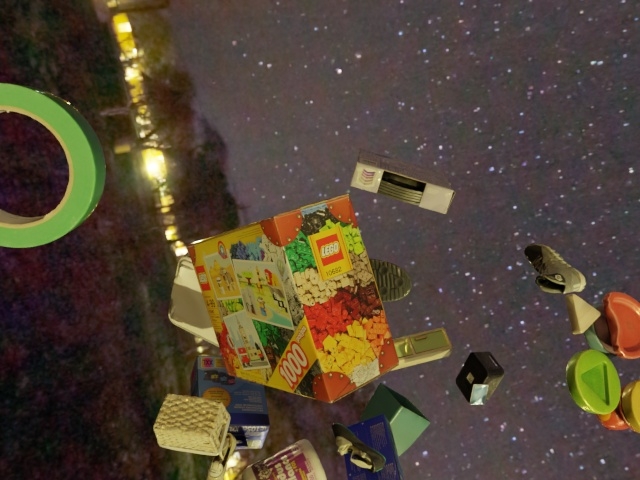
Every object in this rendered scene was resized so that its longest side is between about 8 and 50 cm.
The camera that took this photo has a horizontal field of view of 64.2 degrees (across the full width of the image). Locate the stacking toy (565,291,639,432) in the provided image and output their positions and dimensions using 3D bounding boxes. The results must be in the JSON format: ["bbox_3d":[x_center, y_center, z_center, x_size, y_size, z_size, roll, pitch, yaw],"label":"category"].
[{"bbox_3d":[0.623,0.273,1.157,0.130,0.280,0.308,143,-43,-59],"label":"stacking toy"}]

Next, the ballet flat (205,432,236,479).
[{"bbox_3d":[-0.302,0.654,1.517,0.168,0.057,0.052,-70,161,-44],"label":"ballet flat"}]

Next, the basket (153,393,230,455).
[{"bbox_3d":[-0.329,0.469,1.309,0.113,0.167,0.103,-77,171,-45],"label":"basket"}]

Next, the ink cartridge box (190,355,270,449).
[{"bbox_3d":[-0.350,0.639,1.948,0.395,0.270,0.151,-110,-147,-52],"label":"ink cartridge box"}]

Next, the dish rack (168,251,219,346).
[{"bbox_3d":[-0.372,0.211,1.709,0.333,0.072,0.285,21,-74,22],"label":"dish rack"}]

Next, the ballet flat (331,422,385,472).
[{"bbox_3d":[0.100,0.631,1.544,0.203,0.074,0.074,27,-42,30],"label":"ballet flat"}]

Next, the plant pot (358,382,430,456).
[{"bbox_3d":[0.244,0.690,1.882,0.165,0.234,0.166,36,0,-27],"label":"plant pot"}]

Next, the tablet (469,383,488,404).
[{"bbox_3d":[0.557,0.542,1.792,0.006,0.054,0.083,-99,-167,-72],"label":"tablet"}]

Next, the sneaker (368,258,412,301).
[{"bbox_3d":[0.097,0.108,1.341,0.131,0.319,0.112,24,71,-61],"label":"sneaker"}]

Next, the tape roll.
[{"bbox_3d":[-0.607,-0.148,1.024,0.077,0.321,0.321,-115,-166,-76],"label":"tape roll"}]

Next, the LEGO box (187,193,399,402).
[{"bbox_3d":[-0.092,0.133,1.187,0.500,0.193,0.372,-13,-85,57],"label":"LEGO box"}]

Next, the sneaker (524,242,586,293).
[{"bbox_3d":[0.710,0.091,1.618,0.228,0.132,0.086,46,-39,46],"label":"sneaker"}]

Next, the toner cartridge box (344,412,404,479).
[{"bbox_3d":[0.171,0.729,1.596,0.347,0.165,0.075,-99,165,-56],"label":"toner cartridge box"}]

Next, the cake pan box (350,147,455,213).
[{"bbox_3d":[0.206,-0.159,1.314,0.267,0.246,0.070,-74,178,-72],"label":"cake pan box"}]

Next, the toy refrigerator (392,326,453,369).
[{"bbox_3d":[0.406,0.453,2.141,0.094,0.270,0.102,91,-15,-53],"label":"toy refrigerator"}]

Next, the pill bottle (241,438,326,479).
[{"bbox_3d":[-0.145,0.777,1.628,0.169,0.302,0.169,55,-23,37],"label":"pill bottle"}]

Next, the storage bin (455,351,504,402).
[{"bbox_3d":[0.622,0.536,2.000,0.122,0.084,0.180,-119,-141,-50],"label":"storage bin"}]
